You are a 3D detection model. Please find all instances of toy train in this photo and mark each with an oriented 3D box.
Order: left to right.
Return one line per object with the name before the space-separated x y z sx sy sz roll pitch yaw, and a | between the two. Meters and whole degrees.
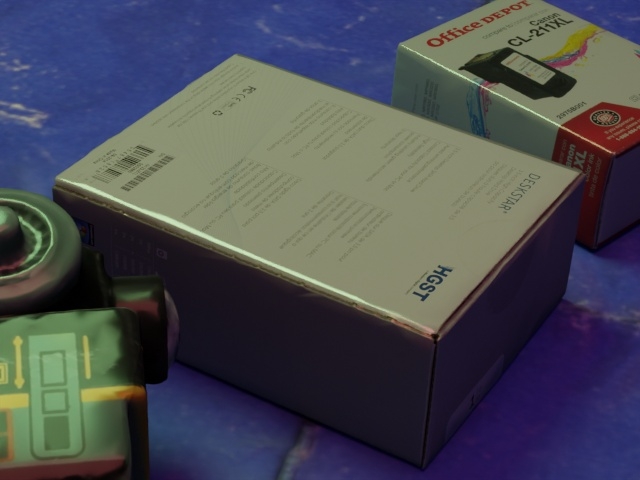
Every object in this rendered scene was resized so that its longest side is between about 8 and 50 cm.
toy train | -0.224 0.081 0.723 0.334 0.142 0.190 -3 45 -10

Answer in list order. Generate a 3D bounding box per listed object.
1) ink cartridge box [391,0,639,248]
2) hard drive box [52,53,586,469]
ink cartridge box | 0.148 -0.082 1.039 0.175 0.072 0.127 32 44 33
hard drive box | 0.000 0.000 0.893 0.232 0.089 0.181 21 39 24
